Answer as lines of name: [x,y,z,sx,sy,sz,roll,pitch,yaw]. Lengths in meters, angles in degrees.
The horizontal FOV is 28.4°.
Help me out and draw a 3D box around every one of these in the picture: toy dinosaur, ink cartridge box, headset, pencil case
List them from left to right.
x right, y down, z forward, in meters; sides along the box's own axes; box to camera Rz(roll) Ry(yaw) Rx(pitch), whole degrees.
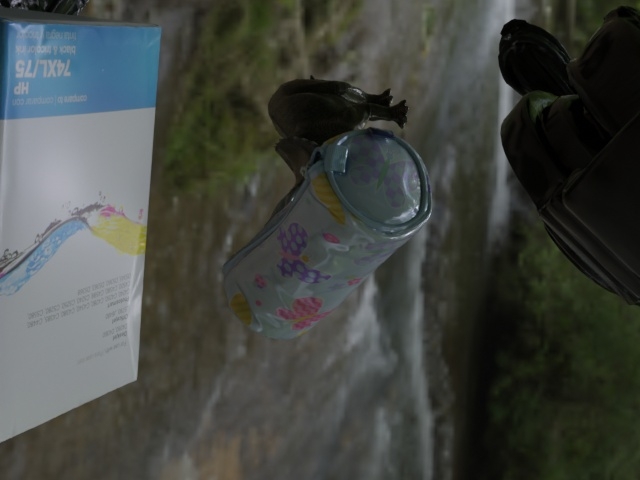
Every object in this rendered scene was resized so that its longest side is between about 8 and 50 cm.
ink cartridge box: [-0.248,-0.025,0.874,0.197,0.198,0.270,-21,118,-67]
pencil case: [0.000,0.000,1.243,0.273,0.124,0.114,132,-41,-53]
toy dinosaur: [0.003,-0.143,1.482,0.314,0.160,0.121,-106,-154,-46]
headset: [0.166,-0.088,0.537,0.243,0.185,0.394,-44,172,-5]

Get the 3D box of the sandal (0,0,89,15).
sandal: [-0.277,-0.199,1.014,0.446,0.107,0.168,-54,133,-36]
